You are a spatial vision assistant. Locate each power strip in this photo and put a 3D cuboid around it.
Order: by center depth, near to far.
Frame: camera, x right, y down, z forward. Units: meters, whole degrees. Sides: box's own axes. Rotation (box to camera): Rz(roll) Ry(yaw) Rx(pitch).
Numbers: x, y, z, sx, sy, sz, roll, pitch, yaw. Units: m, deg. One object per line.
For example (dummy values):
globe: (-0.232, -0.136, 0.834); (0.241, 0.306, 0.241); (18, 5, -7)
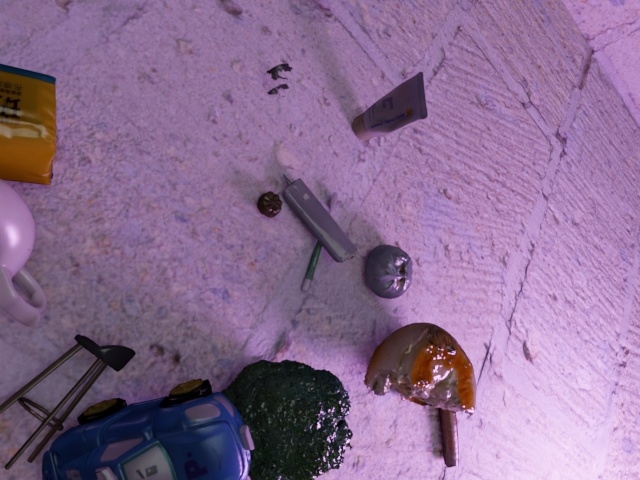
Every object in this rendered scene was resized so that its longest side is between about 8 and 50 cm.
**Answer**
power strip: (-0.009, -0.053, 1.026); (0.060, 0.027, 0.252); (-41, 95, -24)

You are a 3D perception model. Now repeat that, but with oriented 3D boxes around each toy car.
toy car: (-0.260, 0.340, 0.667); (0.166, 0.315, 0.198); (-30, 105, -79)

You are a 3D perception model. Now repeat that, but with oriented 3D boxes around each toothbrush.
toothbrush: (0.000, 0.000, 1.045); (0.018, 0.024, 0.256); (20, 70, -8)

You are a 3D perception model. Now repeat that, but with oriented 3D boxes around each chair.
chair: (-0.409, 0.233, 0.693); (0.095, 0.104, 0.221); (42, 63, -1)

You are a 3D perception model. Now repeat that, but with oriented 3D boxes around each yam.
yam: (0.338, 0.460, 1.172); (0.046, 0.046, 0.263); (5, 80, -33)

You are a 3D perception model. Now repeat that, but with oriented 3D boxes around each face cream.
face cream: (0.173, -0.318, 1.093); (0.070, 0.224, 0.114); (0, 82, -33)

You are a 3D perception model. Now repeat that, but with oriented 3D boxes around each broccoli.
broccoli: (-0.062, 0.343, 0.832); (0.270, 0.270, 0.269); (-33, 137, -33)

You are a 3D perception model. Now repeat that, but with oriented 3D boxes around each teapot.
teapot: (-0.504, 0.006, 0.613); (0.208, 0.166, 0.299); (-47, 127, -14)

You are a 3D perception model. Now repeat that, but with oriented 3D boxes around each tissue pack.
tissue pack: (-0.528, -0.170, 0.623); (0.271, 0.192, 0.133); (3, 78, -32)

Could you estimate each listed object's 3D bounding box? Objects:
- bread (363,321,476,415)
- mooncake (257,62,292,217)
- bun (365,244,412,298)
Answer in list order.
bread: (0.238, 0.294, 1.060); (0.314, 0.171, 0.191); (23, 66, -30)
mooncake: (-0.104, -0.227, 1.004); (0.150, 0.057, 0.346); (-12, 94, -47)
bun: (0.181, 0.078, 1.114); (0.141, 0.083, 0.140); (7, 79, -36)
